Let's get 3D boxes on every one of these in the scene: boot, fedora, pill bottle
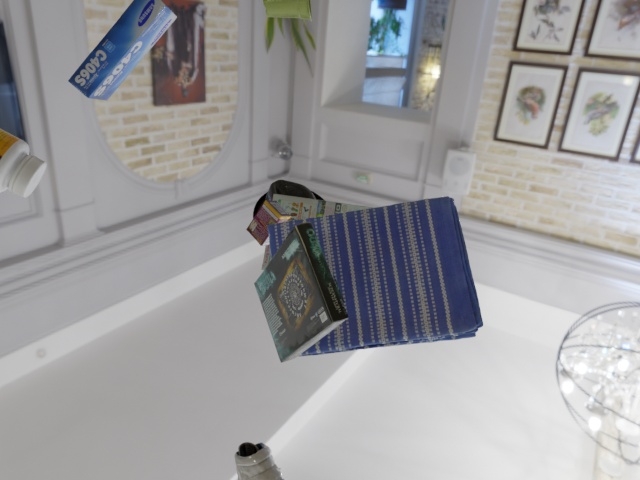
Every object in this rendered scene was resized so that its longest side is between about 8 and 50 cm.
[{"bbox_3d":[-0.133,0.477,1.005,0.095,0.124,0.258,-19,168,-30],"label":"boot"},{"bbox_3d":[-0.105,-0.126,1.850,0.333,0.153,0.334,0,-126,-1],"label":"fedora"},{"bbox_3d":[-0.661,-0.172,0.941,0.214,0.117,0.117,30,-164,-19],"label":"pill bottle"}]

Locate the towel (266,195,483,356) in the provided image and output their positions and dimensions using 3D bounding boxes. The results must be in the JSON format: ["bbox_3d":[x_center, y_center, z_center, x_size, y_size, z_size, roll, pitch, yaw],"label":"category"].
[{"bbox_3d":[0.080,0.059,0.812,0.335,0.244,0.040,-9,163,6],"label":"towel"}]

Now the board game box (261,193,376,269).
[{"bbox_3d":[0.000,0.000,1.396,0.303,0.224,0.097,9,178,5],"label":"board game box"}]

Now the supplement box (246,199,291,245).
[{"bbox_3d":[-0.110,-0.037,1.032,0.055,0.083,0.043,45,-157,19],"label":"supplement box"}]

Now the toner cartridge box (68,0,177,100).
[{"bbox_3d":[-0.579,-0.572,1.434,0.075,0.348,0.165,42,-173,-14],"label":"toner cartridge box"}]

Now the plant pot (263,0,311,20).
[{"bbox_3d":[-0.059,-0.423,0.847,0.079,0.084,0.083,-6,-158,5],"label":"plant pot"}]

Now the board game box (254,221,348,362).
[{"bbox_3d":[-0.033,0.075,0.631,0.026,0.186,0.126,-11,-111,-29],"label":"board game box"}]
